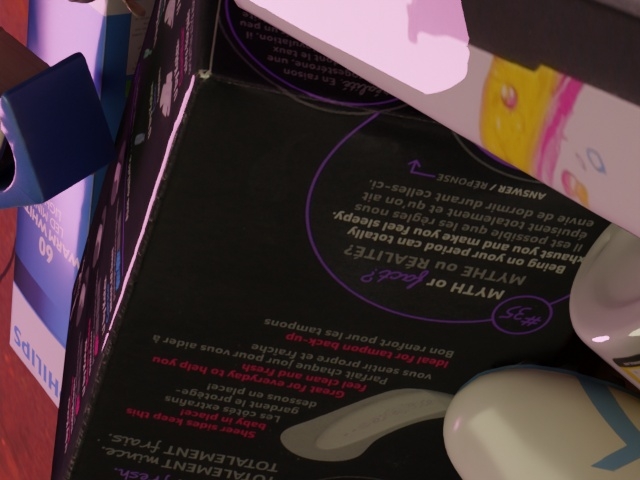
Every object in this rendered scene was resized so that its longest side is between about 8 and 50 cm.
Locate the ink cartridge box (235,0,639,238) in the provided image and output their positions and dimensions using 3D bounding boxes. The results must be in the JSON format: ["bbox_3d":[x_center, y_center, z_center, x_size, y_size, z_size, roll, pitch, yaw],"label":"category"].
[{"bbox_3d":[0.150,-0.078,0.402,0.306,0.226,0.131,35,129,48],"label":"ink cartridge box"}]

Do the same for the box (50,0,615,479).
[{"bbox_3d":[0.000,0.000,0.689,0.270,0.165,0.143,114,162,-44],"label":"box"}]

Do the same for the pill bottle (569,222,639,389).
[{"bbox_3d":[0.140,0.038,0.569,0.116,0.065,0.065,39,158,-24],"label":"pill bottle"}]

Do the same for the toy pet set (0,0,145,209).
[{"bbox_3d":[-0.089,-0.063,0.674,0.065,0.114,0.122,38,132,13],"label":"toy pet set"}]

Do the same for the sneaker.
[{"bbox_3d":[0.128,0.137,0.601,0.237,0.086,0.085,48,124,9],"label":"sneaker"}]

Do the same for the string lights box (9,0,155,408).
[{"bbox_3d":[-0.069,-0.047,0.846,0.077,0.133,0.259,44,136,40],"label":"string lights box"}]
